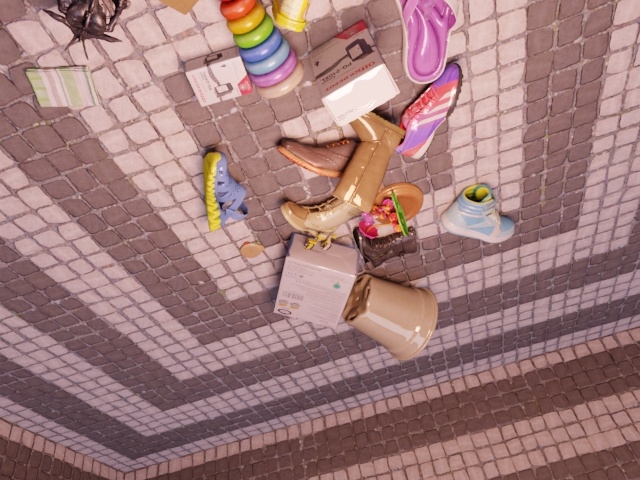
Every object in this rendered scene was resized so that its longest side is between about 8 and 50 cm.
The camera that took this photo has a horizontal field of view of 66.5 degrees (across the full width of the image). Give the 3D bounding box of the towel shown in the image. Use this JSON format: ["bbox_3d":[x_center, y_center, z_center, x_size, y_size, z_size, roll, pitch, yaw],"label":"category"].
[{"bbox_3d":[-0.663,-0.393,1.261,0.151,0.023,0.113,-5,137,-8],"label":"towel"}]

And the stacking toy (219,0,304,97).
[{"bbox_3d":[-0.168,-0.505,1.162,0.141,0.141,0.330,-24,139,13],"label":"stacking toy"}]

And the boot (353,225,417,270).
[{"bbox_3d":[0.258,0.000,1.886,0.228,0.091,0.263,-24,141,5],"label":"boot"}]

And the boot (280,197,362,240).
[{"bbox_3d":[0.008,-0.108,1.678,0.203,0.095,0.261,-35,140,25],"label":"boot"}]

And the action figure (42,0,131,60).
[{"bbox_3d":[-0.490,-0.542,1.057,0.163,0.141,0.276,16,115,-31],"label":"action figure"}]

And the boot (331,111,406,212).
[{"bbox_3d":[0.104,-0.247,1.444,0.236,0.089,0.270,25,100,-9],"label":"boot"}]

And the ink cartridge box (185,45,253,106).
[{"bbox_3d":[-0.266,-0.430,1.286,0.150,0.063,0.109,-16,138,3],"label":"ink cartridge box"}]

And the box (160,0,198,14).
[{"bbox_3d":[-0.291,-0.599,1.064,0.201,0.021,0.164,-35,166,23],"label":"box"}]

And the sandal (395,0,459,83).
[{"bbox_3d":[0.276,-0.576,1.226,0.169,0.102,0.416,-17,138,5],"label":"sandal"}]

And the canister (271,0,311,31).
[{"bbox_3d":[-0.050,-0.589,1.118,0.073,0.126,0.170,9,133,-22],"label":"canister"}]

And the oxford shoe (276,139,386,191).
[{"bbox_3d":[0.041,-0.263,1.532,0.363,0.130,0.133,15,102,-21],"label":"oxford shoe"}]

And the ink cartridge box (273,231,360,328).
[{"bbox_3d":[-0.027,0.183,1.894,0.269,0.151,0.396,16,131,0],"label":"ink cartridge box"}]

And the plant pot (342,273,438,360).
[{"bbox_3d":[0.269,0.298,2.064,0.305,0.334,0.334,26,127,-21],"label":"plant pot"}]

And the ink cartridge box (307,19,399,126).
[{"bbox_3d":[0.078,-0.427,1.241,0.171,0.237,0.100,-27,137,16],"label":"ink cartridge box"}]

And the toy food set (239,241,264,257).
[{"bbox_3d":[-0.261,0.035,1.833,0.083,0.020,0.082,-37,133,26],"label":"toy food set"}]

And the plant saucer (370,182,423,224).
[{"bbox_3d":[0.282,-0.124,1.777,0.199,0.037,0.200,-7,138,-7],"label":"plant saucer"}]

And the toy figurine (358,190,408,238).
[{"bbox_3d":[0.207,-0.074,1.718,0.159,0.130,0.173,-16,117,18],"label":"toy figurine"}]

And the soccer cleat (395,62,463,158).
[{"bbox_3d":[0.310,-0.382,1.452,0.116,0.109,0.318,9,137,-17],"label":"soccer cleat"}]

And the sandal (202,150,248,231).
[{"bbox_3d":[-0.299,-0.158,1.547,0.138,0.126,0.318,-6,146,-12],"label":"sandal"}]

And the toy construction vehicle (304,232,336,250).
[{"bbox_3d":[0.000,0.000,1.736,0.085,0.035,0.098,15,140,-28],"label":"toy construction vehicle"}]

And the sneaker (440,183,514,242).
[{"bbox_3d":[0.630,-0.105,1.816,0.318,0.127,0.208,5,137,-20],"label":"sneaker"}]
